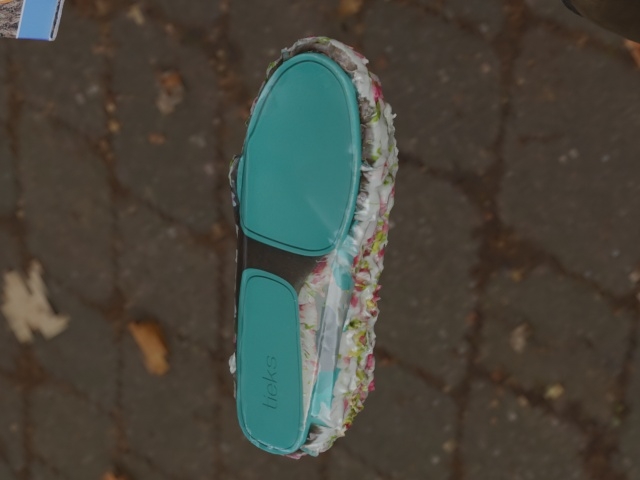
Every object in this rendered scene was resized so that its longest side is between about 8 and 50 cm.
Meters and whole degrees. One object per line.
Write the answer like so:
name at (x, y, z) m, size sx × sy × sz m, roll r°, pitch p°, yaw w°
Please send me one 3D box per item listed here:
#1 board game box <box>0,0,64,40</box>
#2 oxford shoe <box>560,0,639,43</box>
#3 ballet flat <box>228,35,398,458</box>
board game box at (-0.325, -0.278, 1.309) m, size 0.141 × 0.291 × 0.232 m, roll 114°, pitch 152°, yaw -50°
oxford shoe at (0.235, -0.132, 1.110) m, size 0.083 × 0.227 × 0.096 m, roll -56°, pitch 42°, yaw 32°
ballet flat at (0.000, 0.000, 0.958) m, size 0.091 × 0.077 × 0.241 m, roll 26°, pitch 124°, yaw 26°
